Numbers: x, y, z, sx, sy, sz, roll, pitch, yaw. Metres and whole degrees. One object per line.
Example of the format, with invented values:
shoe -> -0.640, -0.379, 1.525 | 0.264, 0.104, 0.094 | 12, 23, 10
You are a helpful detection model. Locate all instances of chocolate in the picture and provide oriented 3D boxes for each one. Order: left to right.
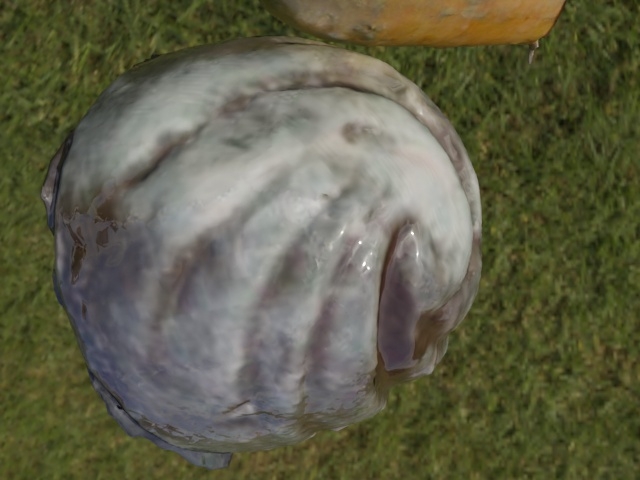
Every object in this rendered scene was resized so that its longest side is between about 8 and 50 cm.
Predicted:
chocolate -> 0.000, 0.000, 0.724 | 0.213, 0.303, 0.303 | -6, 134, 45

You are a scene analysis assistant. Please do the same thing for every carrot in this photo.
carrot -> 0.096, -0.315, 1.177 | 0.340, 0.224, 0.224 | 2, 135, -21
